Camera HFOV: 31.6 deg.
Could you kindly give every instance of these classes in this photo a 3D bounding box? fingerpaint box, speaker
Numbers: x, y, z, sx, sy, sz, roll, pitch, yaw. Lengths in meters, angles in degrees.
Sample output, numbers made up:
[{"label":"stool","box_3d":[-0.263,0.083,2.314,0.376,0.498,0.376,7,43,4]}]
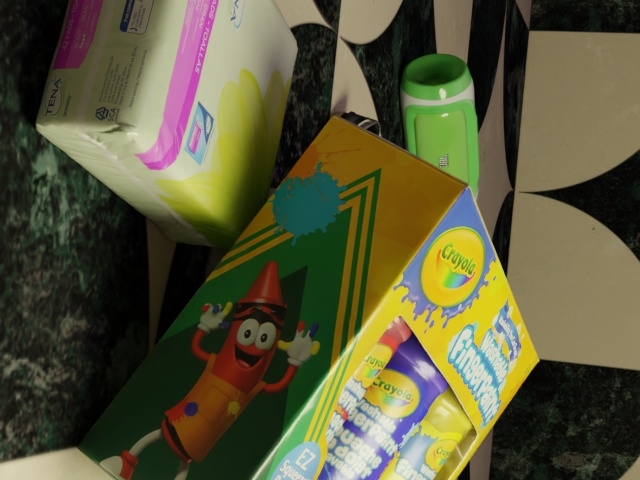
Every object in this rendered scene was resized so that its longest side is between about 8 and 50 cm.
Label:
[{"label":"fingerpaint box","box_3d":[0.028,0.156,1.121,0.371,0.163,0.445,-53,150,-11]},{"label":"speaker","box_3d":[0.211,-0.172,1.985,0.131,0.131,0.297,-67,155,-46]}]

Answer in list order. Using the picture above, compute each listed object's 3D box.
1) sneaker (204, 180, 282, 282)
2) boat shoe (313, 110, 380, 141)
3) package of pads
[{"label":"sneaker","box_3d":[-0.045,0.038,1.258,0.180,0.124,0.321,-71,169,-50]},{"label":"boat shoe","box_3d":[0.029,-0.109,1.512,0.206,0.064,0.075,-64,153,-50]},{"label":"package of pads","box_3d":[-0.116,-0.142,0.969,0.296,0.101,0.229,53,46,-67]}]
